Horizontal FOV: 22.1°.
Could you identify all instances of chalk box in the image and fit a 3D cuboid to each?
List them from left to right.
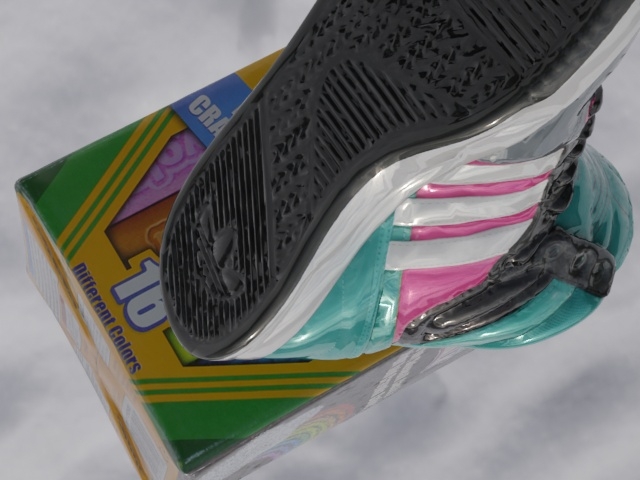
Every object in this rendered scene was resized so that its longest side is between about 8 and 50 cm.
[{"bbox_3d":[0.000,0.000,0.913,0.289,0.179,0.180,-29,169,-16],"label":"chalk box"}]

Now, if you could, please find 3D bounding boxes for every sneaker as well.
[{"bbox_3d":[0.080,-0.042,0.677,0.178,0.124,0.295,3,145,-41],"label":"sneaker"}]
